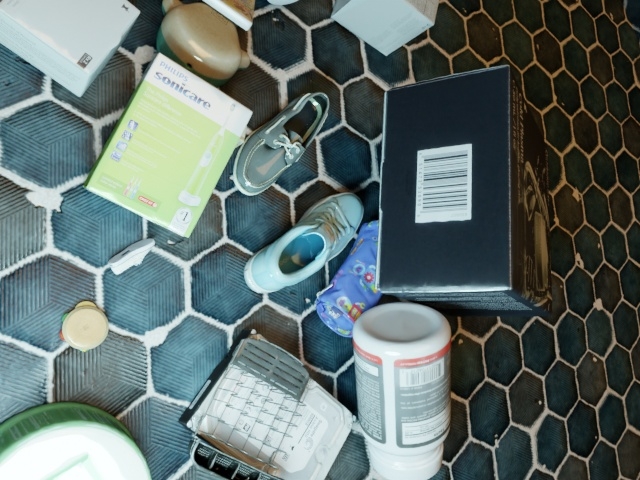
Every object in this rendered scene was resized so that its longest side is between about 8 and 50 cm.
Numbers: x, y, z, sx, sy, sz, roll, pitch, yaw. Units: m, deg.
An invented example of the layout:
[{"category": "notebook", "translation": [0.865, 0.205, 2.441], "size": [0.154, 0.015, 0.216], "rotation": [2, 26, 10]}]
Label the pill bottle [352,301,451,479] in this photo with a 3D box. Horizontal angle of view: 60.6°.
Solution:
[{"category": "pill bottle", "translation": [0.184, 0.340, 1.224], "size": [0.210, 0.210, 0.363], "rotation": [-20, 116, -34]}]

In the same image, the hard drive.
[{"category": "hard drive", "translation": [-0.099, 0.383, 1.172], "size": [0.339, 0.064, 0.237], "rotation": [46, 61, -19]}]

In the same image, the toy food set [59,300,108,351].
[{"category": "toy food set", "translation": [-0.437, 0.161, 1.015], "size": [0.083, 0.020, 0.082], "rotation": [52, 59, -15]}]

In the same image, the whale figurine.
[{"category": "whale figurine", "translation": [-0.257, -0.434, 1.193], "size": [0.216, 0.141, 0.272], "rotation": [32, 41, -24]}]

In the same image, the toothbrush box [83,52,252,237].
[{"category": "toothbrush box", "translation": [-0.296, -0.178, 1.067], "size": [0.206, 0.122, 0.283], "rotation": [28, 85, -26]}]

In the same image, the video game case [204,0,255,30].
[{"category": "video game case", "translation": [-0.245, -0.575, 1.206], "size": [0.227, 0.026, 0.206], "rotation": [29, 35, -26]}]

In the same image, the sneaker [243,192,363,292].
[{"category": "sneaker", "translation": [0.000, 0.000, 1.251], "size": [0.366, 0.150, 0.135], "rotation": [-42, 106, -31]}]

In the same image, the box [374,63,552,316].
[{"category": "box", "translation": [0.368, -0.076, 1.326], "size": [0.472, 0.297, 0.479], "rotation": [23, 67, -58]}]

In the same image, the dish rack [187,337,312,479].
[{"category": "dish rack", "translation": [-0.123, 0.339, 1.082], "size": [0.208, 0.074, 0.271], "rotation": [36, 64, -24]}]

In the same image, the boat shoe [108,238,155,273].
[{"category": "boat shoe", "translation": [-0.367, 0.032, 1.080], "size": [0.100, 0.035, 0.035], "rotation": [-40, 131, -36]}]

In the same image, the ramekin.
[{"category": "ramekin", "translation": [-0.427, 0.427, 0.897], "size": [0.303, 0.148, 0.303], "rotation": [6, 78, -32]}]

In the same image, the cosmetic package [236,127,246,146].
[{"category": "cosmetic package", "translation": [-0.227, -0.244, 1.201], "size": [0.115, 0.060, 0.041], "rotation": [16, 75, -29]}]

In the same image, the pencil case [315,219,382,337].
[{"category": "pencil case", "translation": [0.099, 0.082, 1.321], "size": [0.133, 0.119, 0.306], "rotation": [39, 62, -10]}]

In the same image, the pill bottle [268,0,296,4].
[{"category": "pill bottle", "translation": [-0.107, -0.707, 1.315], "size": [0.136, 0.136, 0.245], "rotation": [-12, 88, -34]}]

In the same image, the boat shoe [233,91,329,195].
[{"category": "boat shoe", "translation": [-0.085, -0.235, 1.268], "size": [0.116, 0.099, 0.319], "rotation": [46, 60, -18]}]

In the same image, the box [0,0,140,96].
[{"category": "box", "translation": [-0.475, -0.407, 1.032], "size": [0.182, 0.119, 0.181], "rotation": [36, 64, -23]}]

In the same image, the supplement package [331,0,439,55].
[{"category": "supplement package", "translation": [0.175, -0.638, 1.452], "size": [0.203, 0.194, 0.149], "rotation": [24, 68, -28]}]
